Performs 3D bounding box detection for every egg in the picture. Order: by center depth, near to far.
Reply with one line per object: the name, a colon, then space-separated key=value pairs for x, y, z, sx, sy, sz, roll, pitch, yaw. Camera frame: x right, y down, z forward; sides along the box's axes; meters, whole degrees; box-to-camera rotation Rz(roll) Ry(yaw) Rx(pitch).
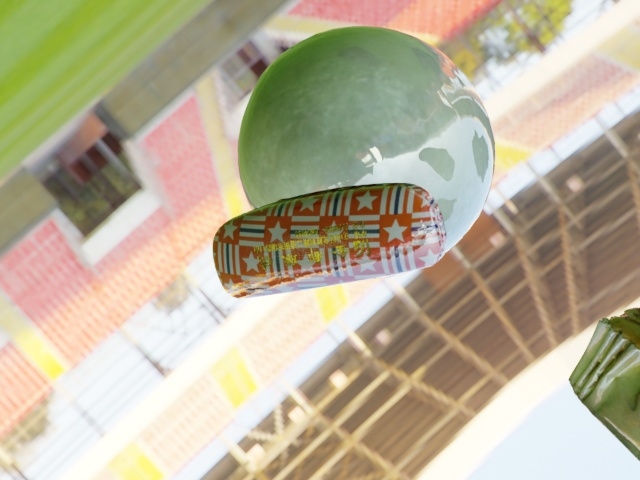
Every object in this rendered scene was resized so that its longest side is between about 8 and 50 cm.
egg: x=0.048 y=-0.088 z=1.326 sx=0.258 sy=0.258 sz=0.352 roll=-39 pitch=180 yaw=10

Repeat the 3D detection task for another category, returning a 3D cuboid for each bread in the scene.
bread: x=0.366 y=0.154 z=1.272 sx=0.192 sy=0.210 sz=0.110 roll=-2 pitch=130 yaw=-46

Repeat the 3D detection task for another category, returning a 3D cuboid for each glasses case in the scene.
glasses case: x=0.000 y=0.000 z=1.006 sx=0.194 sy=0.073 sz=0.049 roll=-11 pitch=-171 yaw=27
